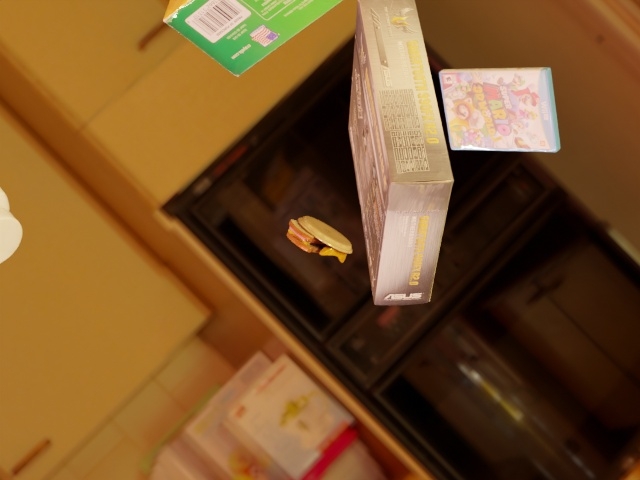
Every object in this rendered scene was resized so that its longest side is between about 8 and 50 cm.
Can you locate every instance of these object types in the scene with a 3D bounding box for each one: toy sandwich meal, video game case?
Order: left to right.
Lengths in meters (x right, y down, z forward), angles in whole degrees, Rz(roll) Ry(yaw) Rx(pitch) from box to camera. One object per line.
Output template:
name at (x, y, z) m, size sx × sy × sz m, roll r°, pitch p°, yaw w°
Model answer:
toy sandwich meal at (0.000, 0.000, 1.503) m, size 0.029 × 0.085 × 0.085 m, roll -58°, pitch -4°, yaw 11°
video game case at (0.249, -0.182, 1.726) m, size 0.166 × 0.119 × 0.015 m, roll 4°, pitch 26°, yaw 35°

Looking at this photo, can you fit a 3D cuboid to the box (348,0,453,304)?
box at (0.069, -0.084, 1.157) m, size 0.183 × 0.056 × 0.231 m, roll 94°, pitch 171°, yaw -52°

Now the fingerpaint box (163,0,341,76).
fingerpaint box at (-0.005, -0.511, 1.866) m, size 0.445 × 0.163 × 0.371 m, roll -30°, pitch 37°, yaw 39°

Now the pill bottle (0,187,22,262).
pill bottle at (-0.416, -0.044, 1.416) m, size 0.094 × 0.169 × 0.094 m, roll -34°, pitch -33°, yaw -26°
